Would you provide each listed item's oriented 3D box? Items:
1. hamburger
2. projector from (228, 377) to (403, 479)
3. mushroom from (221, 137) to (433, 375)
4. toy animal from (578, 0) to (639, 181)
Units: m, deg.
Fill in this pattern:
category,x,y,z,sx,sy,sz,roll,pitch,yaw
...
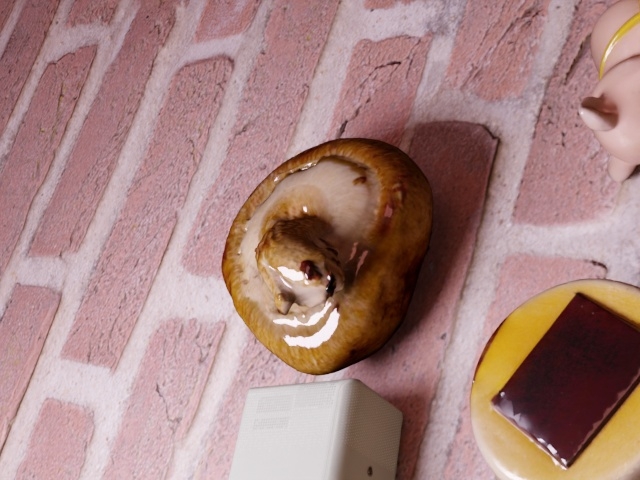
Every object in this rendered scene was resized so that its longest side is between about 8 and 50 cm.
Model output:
category,x,y,z,sx,sy,sz,roll,pitch,yaw
hamburger,0.306,0.186,1.174,0.302,0.170,0.302,-22,50,29
projector,-0.012,0.306,1.354,0.177,0.163,0.242,-12,56,34
mushroom,0.000,0.000,1.456,0.346,0.260,0.345,-18,55,28
toy animal,0.405,-0.213,1.344,0.149,0.165,0.248,-8,54,40
